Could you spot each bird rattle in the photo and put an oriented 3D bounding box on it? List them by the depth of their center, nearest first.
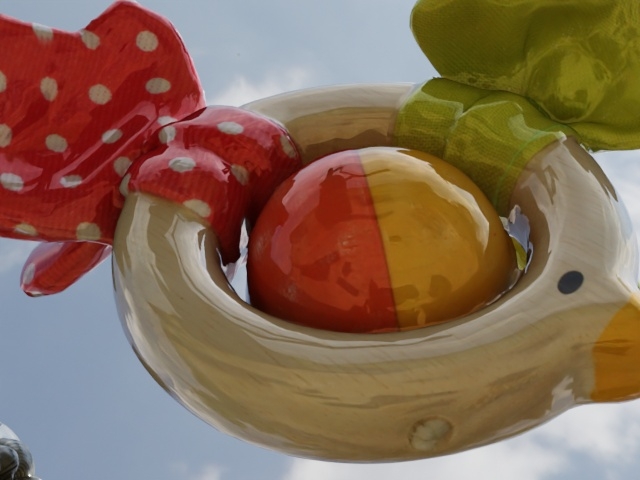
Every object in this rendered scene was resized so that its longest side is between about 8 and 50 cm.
[{"bbox_3d":[0.005,-0.014,0.484,0.253,0.207,0.143,0,-55,-12],"label":"bird rattle"}]

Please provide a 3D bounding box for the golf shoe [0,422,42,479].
[{"bbox_3d":[-0.244,0.160,0.797,0.198,0.094,0.077,-27,-56,-11],"label":"golf shoe"}]
